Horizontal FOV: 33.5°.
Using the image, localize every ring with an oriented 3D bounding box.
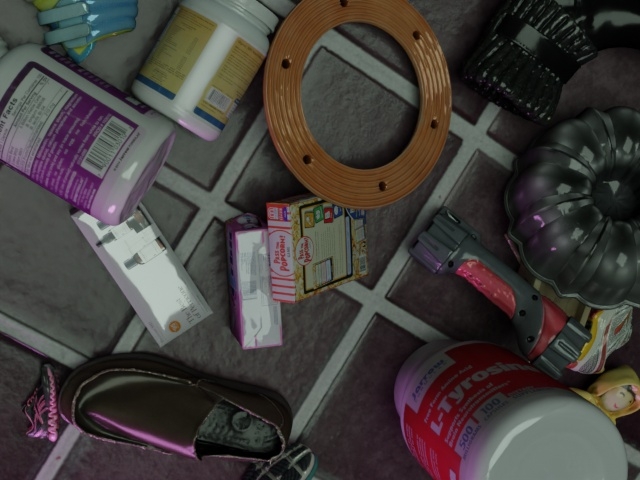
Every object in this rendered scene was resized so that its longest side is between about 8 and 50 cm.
[{"bbox_3d":[0.057,-0.214,1.583,0.336,0.032,0.337,-1,91,-33],"label":"ring"}]

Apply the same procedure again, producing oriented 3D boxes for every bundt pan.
[{"bbox_3d":[0.456,-0.065,1.640,0.330,0.124,0.331,0,74,-1],"label":"bundt pan"}]

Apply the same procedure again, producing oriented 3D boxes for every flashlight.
[{"bbox_3d":[0.273,0.086,1.656,0.304,0.103,0.103,39,121,7],"label":"flashlight"}]

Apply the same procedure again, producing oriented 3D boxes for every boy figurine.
[{"bbox_3d":[0.434,0.327,1.799,0.285,0.092,0.177,-40,107,-1],"label":"boy figurine"}]

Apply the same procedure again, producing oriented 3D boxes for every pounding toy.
[{"bbox_3d":[0.363,0.071,1.741,0.141,0.100,0.130,8,112,-13],"label":"pounding toy"}]

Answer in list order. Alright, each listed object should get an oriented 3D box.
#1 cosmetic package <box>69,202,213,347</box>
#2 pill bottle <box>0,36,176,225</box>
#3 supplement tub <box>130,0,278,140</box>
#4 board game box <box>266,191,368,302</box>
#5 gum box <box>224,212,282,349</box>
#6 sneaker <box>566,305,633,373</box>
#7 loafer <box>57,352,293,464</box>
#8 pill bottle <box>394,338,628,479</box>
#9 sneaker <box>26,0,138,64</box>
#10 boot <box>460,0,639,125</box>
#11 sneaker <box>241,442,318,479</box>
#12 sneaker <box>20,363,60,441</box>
[{"bbox_3d":[-0.264,0.033,1.577,0.099,0.060,0.239,-33,106,-6],"label":"cosmetic package"},{"bbox_3d":[-0.363,-0.161,1.442,0.301,0.169,0.169,31,91,-1],"label":"pill bottle"},{"bbox_3d":[-0.161,-0.257,1.506,0.144,0.144,0.200,31,91,-18],"label":"supplement tub"},{"bbox_3d":[0.000,0.000,1.590,0.193,0.045,0.147,-17,107,-52],"label":"board game box"},{"bbox_3d":[-0.103,0.057,1.599,0.062,0.107,0.188,-5,102,-14],"label":"gum box"},{"bbox_3d":[0.483,0.122,1.786,0.092,0.088,0.225,26,100,-26],"label":"sneaker"},{"bbox_3d":[-0.206,0.257,1.596,0.366,0.130,0.134,9,98,-16],"label":"loafer"},{"bbox_3d":[0.255,0.281,1.577,0.229,0.407,0.229,-3,100,-15],"label":"pill bottle"},{"bbox_3d":[-0.390,-0.347,1.441,0.319,0.127,0.208,3,98,-14],"label":"sneaker"},{"bbox_3d":[0.409,-0.287,1.654,0.348,0.131,0.260,23,87,-7],"label":"boot"},{"bbox_3d":[-0.084,0.444,1.696,0.110,0.107,0.275,27,98,-37],"label":"sneaker"},{"bbox_3d":[-0.418,0.242,1.587,0.057,0.047,0.119,1,99,-3],"label":"sneaker"}]
